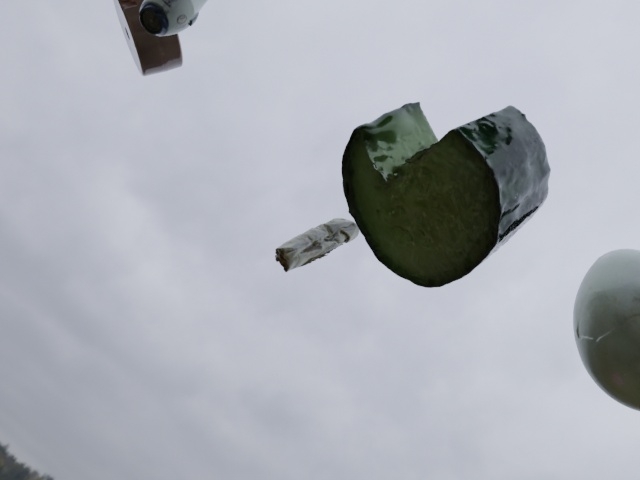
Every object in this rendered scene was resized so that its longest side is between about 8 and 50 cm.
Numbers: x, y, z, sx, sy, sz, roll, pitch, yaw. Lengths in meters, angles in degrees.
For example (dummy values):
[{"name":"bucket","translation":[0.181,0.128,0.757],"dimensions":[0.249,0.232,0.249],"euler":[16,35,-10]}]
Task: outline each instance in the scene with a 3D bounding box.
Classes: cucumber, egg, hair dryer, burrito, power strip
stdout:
[{"name":"cucumber","translation":[0.129,-0.049,0.541],"dimensions":[0.191,0.130,0.191],"euler":[37,-32,28]},{"name":"egg","translation":[0.399,0.108,0.653],"dimensions":[0.151,0.209,0.151],"euler":[-1,-29,-1]},{"name":"hair dryer","translation":[-0.162,-0.374,0.695],"dimensions":[0.067,0.167,0.199],"euler":[33,-57,-9]},{"name":"burrito","translation":[0.000,0.000,0.751],"dimensions":[0.045,0.185,0.041],"euler":[48,-52,11]},{"name":"power strip","translation":[-0.299,-0.368,0.908],"dimensions":[0.154,0.078,0.154],"euler":[57,-19,32]}]
